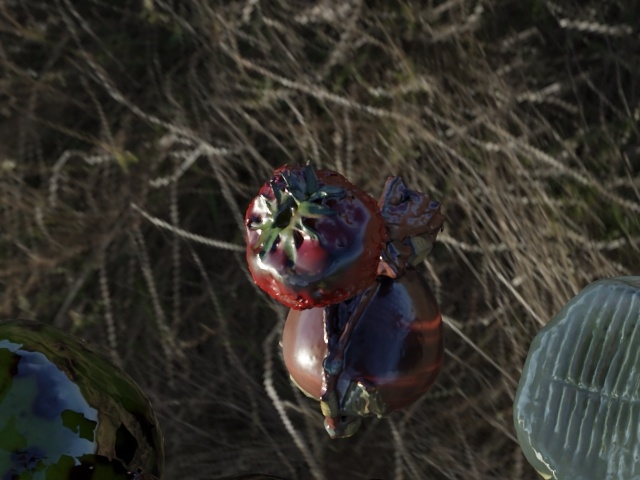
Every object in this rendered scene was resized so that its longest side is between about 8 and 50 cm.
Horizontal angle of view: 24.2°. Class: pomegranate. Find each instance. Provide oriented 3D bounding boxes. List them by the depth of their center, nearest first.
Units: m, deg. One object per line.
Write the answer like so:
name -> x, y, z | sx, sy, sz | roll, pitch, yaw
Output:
pomegranate -> -0.279, 0.183, 1.202 | 0.306, 0.242, 0.242 | 0, 66, -24

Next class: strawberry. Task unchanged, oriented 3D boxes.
strawberry -> -0.001, 0.001, 1.002 | 0.106, 0.106, 0.106 | -6, 70, 17

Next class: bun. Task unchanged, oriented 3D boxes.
bun -> 0.280, 0.127, 1.236 | 0.229, 0.145, 0.229 | -14, 66, 33

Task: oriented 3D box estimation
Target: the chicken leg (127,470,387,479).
chicken leg -> 0.016, 0.223, 1.108 | 0.158, 0.407, 0.096 | -3, 79, 38

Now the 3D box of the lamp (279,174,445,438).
lamp -> 0.056, 0.071, 1.397 | 0.151, 0.215, 0.223 | 30, 106, 9
